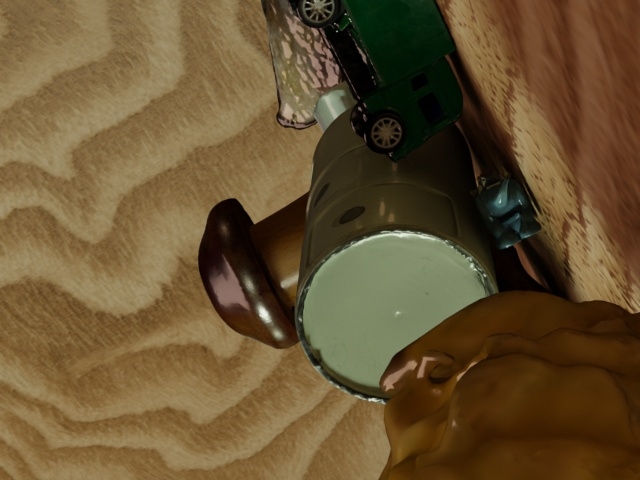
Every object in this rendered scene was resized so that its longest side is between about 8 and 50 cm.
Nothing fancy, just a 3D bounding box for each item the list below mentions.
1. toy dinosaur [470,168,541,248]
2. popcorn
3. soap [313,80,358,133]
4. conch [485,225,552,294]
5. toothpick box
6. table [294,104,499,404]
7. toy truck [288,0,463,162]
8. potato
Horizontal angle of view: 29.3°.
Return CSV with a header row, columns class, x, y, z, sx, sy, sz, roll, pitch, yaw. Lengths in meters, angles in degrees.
class,x,y,z,sx,sy,sz,roll,pitch,yaw
toy dinosaur,0.111,-0.022,0.753,0.047,0.030,0.083,61,-174,-2
popcorn,0.084,0.132,0.478,0.190,0.250,0.250,38,-179,2
soap,0.087,-0.027,1.082,0.262,0.094,0.150,63,-178,-1
conch,0.138,0.059,0.857,0.233,0.080,0.086,-74,-19,-53
toothpick box,0.000,0.000,1.457,0.192,0.294,0.192,62,-178,-3
table,0.051,-0.001,0.833,0.220,0.126,0.126,-84,-31,-63
toy truck,0.034,-0.126,0.761,0.147,0.079,0.065,63,180,-17
potato,0.007,-0.225,1.142,0.120,0.100,0.261,23,140,34
